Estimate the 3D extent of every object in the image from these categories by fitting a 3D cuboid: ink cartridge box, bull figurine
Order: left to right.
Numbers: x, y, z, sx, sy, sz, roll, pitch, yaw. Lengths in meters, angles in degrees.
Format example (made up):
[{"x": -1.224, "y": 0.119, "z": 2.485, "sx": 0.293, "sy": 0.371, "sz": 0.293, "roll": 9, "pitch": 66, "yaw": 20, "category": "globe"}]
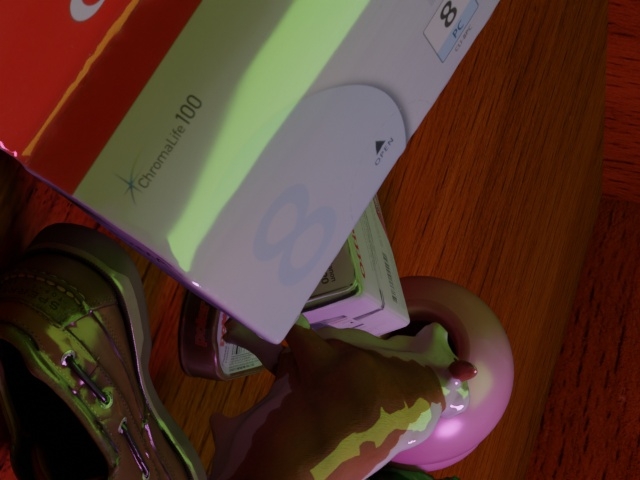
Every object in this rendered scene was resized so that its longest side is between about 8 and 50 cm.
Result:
[{"x": -0.042, "y": -0.132, "z": 1.026, "sx": 0.308, "sy": 0.091, "sz": 0.385, "roll": -57, "pitch": 153, "yaw": -5, "category": "ink cartridge box"}, {"x": -0.023, "y": 0.141, "z": 1.278, "sx": 0.310, "sy": 0.188, "sz": 0.101, "roll": -45, "pitch": 175, "yaw": -23, "category": "bull figurine"}, {"x": 0.000, "y": 0.000, "z": 1.452, "sx": 0.218, "sy": 0.092, "sz": 0.158, "roll": 40, "pitch": 35, "yaw": -74, "category": "ink cartridge box"}]

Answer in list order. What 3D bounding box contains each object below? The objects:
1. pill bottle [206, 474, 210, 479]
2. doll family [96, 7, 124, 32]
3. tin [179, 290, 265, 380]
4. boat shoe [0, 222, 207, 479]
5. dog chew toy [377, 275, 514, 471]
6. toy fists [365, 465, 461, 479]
[{"x": -0.071, "y": 0.293, "z": 1.319, "sx": 0.108, "sy": 0.108, "sz": 0.193, "roll": 66, "pitch": 8, "yaw": -63, "category": "pill bottle"}, {"x": -0.098, "y": -0.188, "z": 1.105, "sx": 0.263, "sy": 0.118, "sz": 0.163, "roll": -30, "pitch": 138, "yaw": -45, "category": "doll family"}, {"x": -0.073, "y": 0.066, "z": 1.441, "sx": 0.190, "sy": 0.040, "sz": 0.106, "roll": -2, "pitch": 98, "yaw": -74, "category": "tin"}, {"x": -0.157, "y": 0.137, "z": 1.088, "sx": 0.104, "sy": 0.111, "sz": 0.307, "roll": -59, "pitch": 144, "yaw": -44, "category": "boat shoe"}, {"x": 0.112, "y": 0.169, "z": 1.867, "sx": 0.332, "sy": 0.207, "sz": 0.206, "roll": 79, "pitch": 25, "yaw": -69, "category": "dog chew toy"}, {"x": 0.077, "y": 0.309, "z": 1.928, "sx": 0.279, "sy": 0.142, "sz": 0.096, "roll": 16, "pitch": 70, "yaw": -74, "category": "toy fists"}]
